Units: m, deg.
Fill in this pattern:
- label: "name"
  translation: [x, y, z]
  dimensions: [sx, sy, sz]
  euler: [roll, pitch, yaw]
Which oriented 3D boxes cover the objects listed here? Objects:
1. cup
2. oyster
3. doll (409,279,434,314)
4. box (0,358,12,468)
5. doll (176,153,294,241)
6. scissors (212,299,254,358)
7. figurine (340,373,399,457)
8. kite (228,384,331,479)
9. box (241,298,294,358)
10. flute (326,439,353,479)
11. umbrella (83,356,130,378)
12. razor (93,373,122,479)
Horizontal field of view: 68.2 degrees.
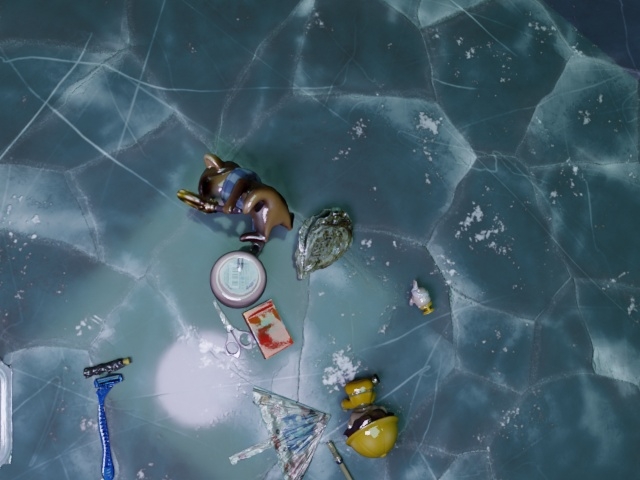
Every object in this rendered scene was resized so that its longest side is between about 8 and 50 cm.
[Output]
- label: "cup"
  translation: [-0.254, 0.100, 1.559]
  dimensions: [0.192, 0.200, 0.252]
  euler: [30, 77, -4]
- label: "oyster"
  translation: [0.000, 0.000, 1.676]
  dimensions: [0.268, 0.112, 0.198]
  euler: [-33, 109, -21]
- label: "doll"
  translation: [0.356, 0.207, 1.718]
  dimensions: [0.084, 0.073, 0.127]
  euler: [-28, 89, 19]
- label: "box"
  translation: [-1.077, 0.532, 1.400]
  dimensions: [0.264, 0.106, 0.336]
  euler: [-4, 81, -10]
- label: "doll"
  translation: [-0.266, -0.131, 1.565]
  dimensions: [0.340, 0.318, 0.209]
  euler: [33, 102, 23]
- label: "scissors"
  translation: [-0.311, 0.294, 1.611]
  dimensions: [0.110, 0.021, 0.212]
  euler: [-30, 88, -15]
- label: "figurine"
  translation: [0.156, 0.590, 1.575]
  dimensions: [0.192, 0.167, 0.256]
  euler: [-21, 83, 1]
- label: "kite"
  translation: [-0.128, 0.666, 1.589]
  dimensions: [0.369, 0.014, 0.405]
  euler: [-20, 85, -13]
- label: "box"
  translation: [-0.181, 0.301, 1.612]
  dimensions: [0.112, 0.048, 0.175]
  euler: [-25, 87, -20]
- label: "flute"
  translation: [0.085, 0.783, 1.602]
  dimensions: [0.027, 0.027, 0.233]
  euler: [-30, 88, -13]
- label: "umbrella"
  translation: [-0.686, 0.409, 1.520]
  dimensions: [0.144, 0.037, 0.040]
  euler: [-15, 71, -9]
- label: "razor"
  translation: [-0.678, 0.591, 1.491]
  dimensions: [0.056, 0.093, 0.323]
  euler: [-5, 85, 30]
